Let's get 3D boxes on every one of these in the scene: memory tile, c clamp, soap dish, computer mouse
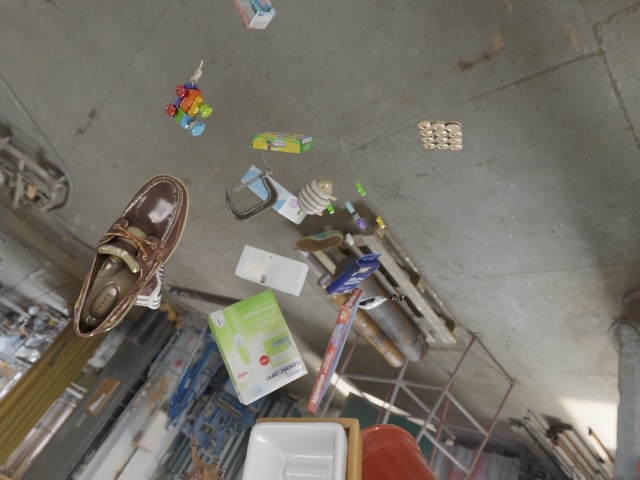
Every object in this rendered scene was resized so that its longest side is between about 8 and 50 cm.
[{"bbox_3d":[0.327,-0.283,1.102,0.113,0.012,0.148,10,169,23],"label":"memory tile"},{"bbox_3d":[-0.187,-0.133,1.080,0.137,0.161,0.022,55,175,-14],"label":"c clamp"},{"bbox_3d":[-0.033,0.477,0.728,0.229,0.290,0.118,-13,141,26],"label":"soap dish"},{"bbox_3d":[0.225,0.240,1.591,0.193,0.042,0.106,-15,167,22],"label":"computer mouse"}]

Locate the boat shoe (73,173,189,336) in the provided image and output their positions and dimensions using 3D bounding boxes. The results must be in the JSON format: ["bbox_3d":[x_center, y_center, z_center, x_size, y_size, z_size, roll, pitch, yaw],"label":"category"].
[{"bbox_3d":[-0.358,0.025,0.770,0.123,0.341,0.123,33,172,-15],"label":"boat shoe"}]

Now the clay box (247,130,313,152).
[{"bbox_3d":[-0.151,-0.369,1.510,0.222,0.127,0.053,11,114,19],"label":"clay box"}]

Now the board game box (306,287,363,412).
[{"bbox_3d":[0.037,0.263,0.992,0.027,0.145,0.281,21,105,11],"label":"board game box"}]

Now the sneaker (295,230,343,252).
[{"bbox_3d":[0.000,0.000,1.646,0.192,0.086,0.064,-8,107,14],"label":"sneaker"}]

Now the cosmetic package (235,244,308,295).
[{"bbox_3d":[-0.170,0.107,1.439,0.231,0.117,0.085,16,170,9],"label":"cosmetic package"}]

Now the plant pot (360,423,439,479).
[{"bbox_3d":[0.194,0.636,0.975,0.272,0.272,0.265,40,171,-16],"label":"plant pot"}]

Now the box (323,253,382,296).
[{"bbox_3d":[0.126,0.129,1.493,0.225,0.137,0.036,-45,64,28],"label":"box"}]

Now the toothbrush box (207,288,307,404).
[{"bbox_3d":[-0.200,0.324,1.257,0.283,0.207,0.122,66,157,9],"label":"toothbrush box"}]

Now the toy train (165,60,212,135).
[{"bbox_3d":[-0.464,-0.530,1.535,0.143,0.105,0.248,47,118,7],"label":"toy train"}]

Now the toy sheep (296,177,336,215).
[{"bbox_3d":[-0.017,-0.109,1.069,0.091,0.091,0.132,37,114,-10],"label":"toy sheep"}]

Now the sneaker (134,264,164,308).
[{"bbox_3d":[-0.646,0.136,1.440,0.163,0.281,0.106,8,110,-22],"label":"sneaker"}]

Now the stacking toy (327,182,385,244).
[{"bbox_3d":[0.146,-0.109,1.704,0.167,0.052,0.221,-31,102,13],"label":"stacking toy"}]

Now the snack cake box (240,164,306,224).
[{"bbox_3d":[-0.181,-0.185,1.634,0.264,0.089,0.152,39,-178,33],"label":"snack cake box"}]

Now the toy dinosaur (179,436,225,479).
[{"bbox_3d":[-0.387,0.755,1.233,0.127,0.200,0.295,22,106,-7],"label":"toy dinosaur"}]

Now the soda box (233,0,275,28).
[{"bbox_3d":[-0.184,-0.618,0.996,0.063,0.058,0.183,-27,89,48],"label":"soda box"}]
